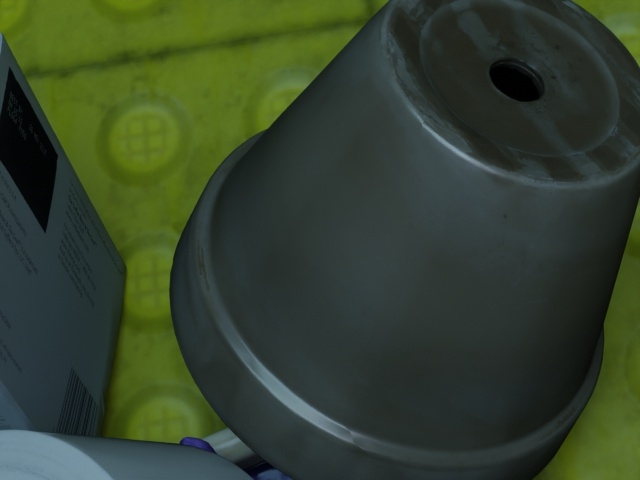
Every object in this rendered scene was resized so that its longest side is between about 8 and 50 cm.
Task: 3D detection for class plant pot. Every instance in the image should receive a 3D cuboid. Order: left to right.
[{"bbox_3d":[0.083,-0.019,1.187,0.323,0.280,0.323,11,50,-14],"label":"plant pot"}]

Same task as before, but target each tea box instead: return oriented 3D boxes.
[{"bbox_3d":[-0.350,0.030,1.276,0.323,0.329,0.220,0,59,12],"label":"tea box"}]

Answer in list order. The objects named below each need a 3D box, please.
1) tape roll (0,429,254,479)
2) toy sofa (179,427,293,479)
[{"bbox_3d":[-0.150,0.246,1.106,0.246,0.169,0.246,-6,79,31],"label":"tape roll"},{"bbox_3d":[0.026,0.286,1.220,0.150,0.177,0.363,-23,68,3],"label":"toy sofa"}]
